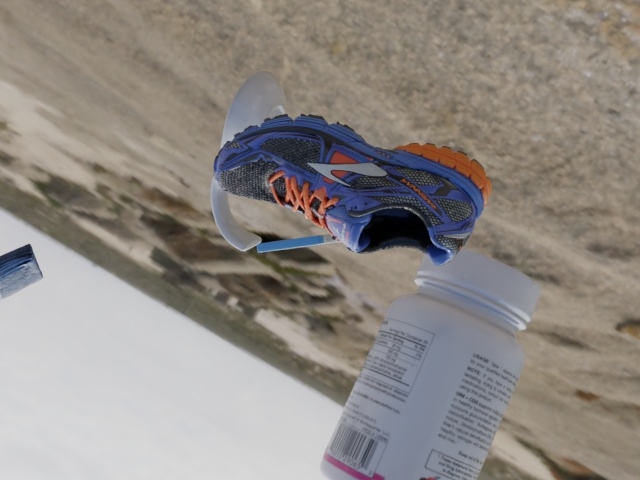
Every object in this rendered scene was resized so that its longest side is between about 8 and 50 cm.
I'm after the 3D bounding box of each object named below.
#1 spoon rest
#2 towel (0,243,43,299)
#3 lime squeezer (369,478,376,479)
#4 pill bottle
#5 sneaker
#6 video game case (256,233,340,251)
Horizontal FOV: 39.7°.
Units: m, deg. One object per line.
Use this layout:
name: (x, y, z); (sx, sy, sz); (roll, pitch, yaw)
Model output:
spoon rest: (-0.116, -0.125, 1.356); (0.084, 0.276, 0.137); (20, -157, 22)
towel: (-0.397, 0.053, 1.076); (0.029, 0.119, 0.067); (51, 157, 25)
lime squeezer: (0.177, 0.158, 0.404); (0.311, 0.058, 0.110); (4, -165, -21)
pill bottle: (0.126, 0.156, 0.970); (0.160, 0.283, 0.160); (25, 173, 3)
sneaker: (0.019, -0.037, 0.692); (0.221, 0.087, 0.083); (9, 146, 11)
video game case: (0.000, 0.000, 1.354); (0.119, 0.015, 0.166); (-7, 180, 36)
